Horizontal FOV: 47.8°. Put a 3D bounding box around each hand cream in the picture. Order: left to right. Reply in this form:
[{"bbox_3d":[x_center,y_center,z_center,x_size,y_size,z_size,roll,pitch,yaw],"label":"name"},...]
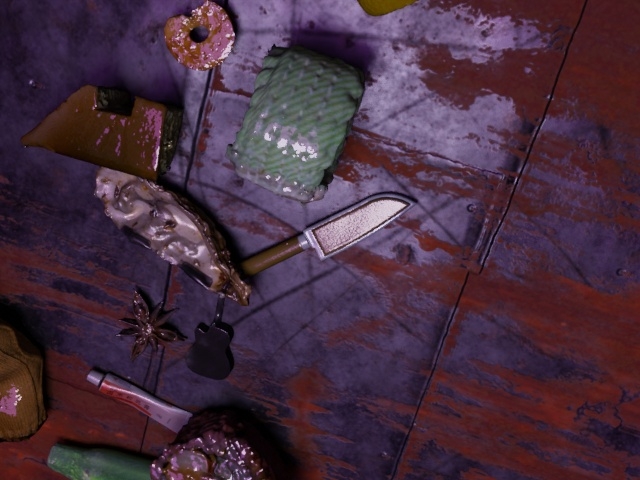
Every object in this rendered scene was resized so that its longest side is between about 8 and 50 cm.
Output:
[{"bbox_3d":[-0.357,0.311,1.408,0.216,0.038,0.052,29,143,-5],"label":"hand cream"}]

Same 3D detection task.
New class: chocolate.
[{"bbox_3d":[-0.407,0.472,1.451,0.291,0.110,0.110,15,115,9],"label":"chocolate"}]

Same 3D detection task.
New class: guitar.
[{"bbox_3d":[-0.188,0.149,1.302,0.088,0.025,0.233,16,115,7],"label":"guitar"}]

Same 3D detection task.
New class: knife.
[{"bbox_3d":[0.001,0.001,1.195,0.343,0.027,0.061,-26,94,18],"label":"knife"}]

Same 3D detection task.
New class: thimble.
[{"bbox_3d":[-0.034,-0.162,1.029,0.150,0.219,0.219,21,116,0],"label":"thimble"}]

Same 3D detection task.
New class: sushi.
[{"bbox_3d":[-0.183,0.449,1.336,0.236,0.171,0.270,-37,96,6],"label":"sushi"}]

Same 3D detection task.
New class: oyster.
[{"bbox_3d":[-0.244,-0.011,1.220,0.345,0.078,0.128,40,116,2],"label":"oyster"}]

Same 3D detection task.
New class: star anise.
[{"bbox_3d":[-0.317,0.146,1.315,0.124,0.056,0.129,-22,104,-6],"label":"star anise"}]

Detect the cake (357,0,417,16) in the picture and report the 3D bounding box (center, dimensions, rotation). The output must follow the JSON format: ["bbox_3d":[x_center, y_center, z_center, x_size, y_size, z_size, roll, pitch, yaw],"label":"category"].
[{"bbox_3d":[0.142,-0.394,0.912,0.261,0.179,0.156,-28,103,21],"label":"cake"}]

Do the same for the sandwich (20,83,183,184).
[{"bbox_3d":[-0.340,-0.180,1.131,0.236,0.122,0.128,15,104,4],"label":"sandwich"}]

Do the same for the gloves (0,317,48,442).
[{"bbox_3d":[-0.635,0.229,1.362,0.203,0.155,0.356,1,129,19],"label":"gloves"}]

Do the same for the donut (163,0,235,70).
[{"bbox_3d":[-0.178,-0.309,1.094,0.108,0.043,0.097,-13,109,16],"label":"donut"}]
